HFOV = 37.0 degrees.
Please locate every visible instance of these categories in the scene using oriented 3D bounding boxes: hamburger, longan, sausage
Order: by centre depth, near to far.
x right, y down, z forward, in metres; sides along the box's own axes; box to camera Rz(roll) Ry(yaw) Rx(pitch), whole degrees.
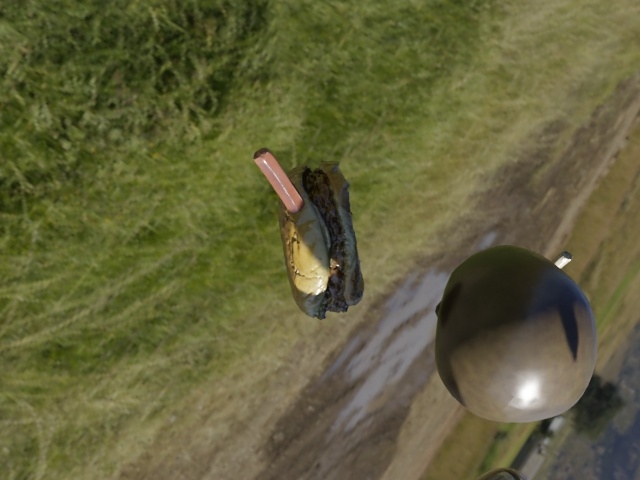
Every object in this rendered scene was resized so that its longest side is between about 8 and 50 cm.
[{"bbox_3d":[-0.065,-0.095,1.531,0.030,0.035,0.147,-27,136,7],"label":"sausage"},{"bbox_3d":[0.320,0.154,1.588,0.297,0.297,0.297,-50,162,-23],"label":"longan"},{"bbox_3d":[0.000,-0.001,1.744,0.144,0.283,0.259,-14,-174,0],"label":"hamburger"}]

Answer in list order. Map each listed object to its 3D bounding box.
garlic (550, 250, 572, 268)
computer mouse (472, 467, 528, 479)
[{"bbox_3d":[0.461,0.107,2.034,0.218,0.218,0.212,-29,145,-58],"label":"garlic"},{"bbox_3d":[0.314,0.489,1.703,0.082,0.145,0.236,-19,161,-21],"label":"computer mouse"}]
